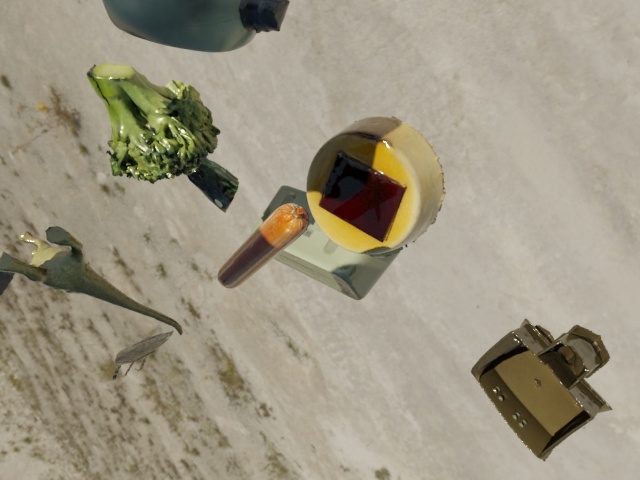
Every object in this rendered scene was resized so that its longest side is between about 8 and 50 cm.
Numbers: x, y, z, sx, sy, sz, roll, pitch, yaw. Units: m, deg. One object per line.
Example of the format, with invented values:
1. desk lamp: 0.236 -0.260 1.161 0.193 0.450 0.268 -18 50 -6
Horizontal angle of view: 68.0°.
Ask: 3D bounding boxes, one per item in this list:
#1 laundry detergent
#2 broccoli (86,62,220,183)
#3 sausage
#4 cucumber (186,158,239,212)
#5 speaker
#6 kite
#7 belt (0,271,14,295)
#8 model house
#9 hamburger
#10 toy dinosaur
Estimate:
1. laundry detergent: -0.152 -0.352 0.683 0.281 0.215 0.105 20 140 26
2. broccoli: -0.337 -0.251 0.934 0.288 0.247 0.245 7 141 18
3. sausage: -0.104 0.018 0.780 0.053 0.053 0.348 54 145 1
4. cucumber: -0.313 -0.157 1.406 0.115 0.085 0.193 -19 135 27
5. speaker: 0.000 0.000 1.323 0.406 0.184 0.183 23 161 39
6. kite: -0.411 0.265 1.065 0.229 0.127 0.016 -47 65 45
7. belt: -0.738 0.101 0.942 0.122 0.218 0.128 29 163 40
8. model house: 0.463 0.253 0.929 0.204 0.243 0.211 -52 59 29
9. hamburger: 0.111 -0.111 0.993 0.302 0.170 0.302 11 112 29
10. toy dinosaur: -0.330 0.049 0.669 0.251 0.072 0.200 13 160 10
